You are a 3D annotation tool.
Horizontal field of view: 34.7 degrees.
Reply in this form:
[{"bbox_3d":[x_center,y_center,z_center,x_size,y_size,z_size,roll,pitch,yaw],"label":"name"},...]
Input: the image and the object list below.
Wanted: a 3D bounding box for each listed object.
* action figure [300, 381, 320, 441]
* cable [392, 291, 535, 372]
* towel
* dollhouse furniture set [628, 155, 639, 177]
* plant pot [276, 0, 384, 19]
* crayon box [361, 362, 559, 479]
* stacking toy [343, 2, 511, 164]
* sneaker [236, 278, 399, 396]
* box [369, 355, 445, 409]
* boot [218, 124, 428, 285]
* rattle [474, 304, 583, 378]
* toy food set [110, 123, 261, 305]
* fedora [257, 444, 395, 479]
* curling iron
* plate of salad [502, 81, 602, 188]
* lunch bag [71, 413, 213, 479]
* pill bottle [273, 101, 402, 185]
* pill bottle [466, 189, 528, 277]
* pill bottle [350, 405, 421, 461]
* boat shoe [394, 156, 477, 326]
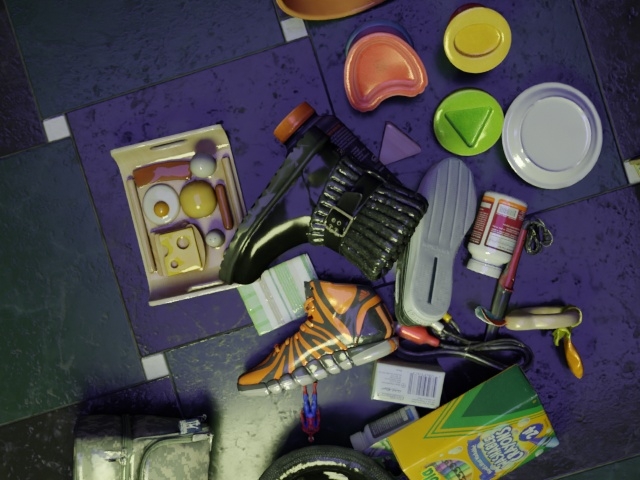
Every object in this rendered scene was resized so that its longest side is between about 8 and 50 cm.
[{"bbox_3d":[-0.020,0.330,1.965,0.038,0.030,0.115,-3,93,-3],"label":"action figure"},{"bbox_3d":[0.252,0.188,1.902,0.287,0.072,0.139,25,64,15],"label":"cable"},{"bbox_3d":[-0.072,0.103,1.965,0.152,0.023,0.113,-24,89,5],"label":"towel"},{"bbox_3d":[0.692,-0.104,1.887,0.161,0.101,0.182,-27,90,3],"label":"dollhouse furniture set"},{"bbox_3d":[0.029,-0.558,1.829,0.291,0.291,0.203,-20,74,3],"label":"plant pot"},{"bbox_3d":[0.261,0.378,1.869,0.323,0.203,0.083,-30,48,3],"label":"crayon box"},{"bbox_3d":[0.203,-0.301,1.924,0.309,0.130,0.279,-9,117,5],"label":"stacking toy"},{"bbox_3d":[-0.026,0.170,1.909,0.321,0.124,0.180,-21,87,8],"label":"sneaker"},{"bbox_3d":[0.159,0.261,1.899,0.126,0.137,0.072,9,91,2],"label":"box"},{"bbox_3d":[0.000,0.000,1.801,0.260,0.131,0.348,37,110,3],"label":"boot"},{"bbox_3d":[0.382,0.184,1.885,0.200,0.130,0.142,-8,112,-26],"label":"rattle"},{"bbox_3d":[-0.254,-0.046,1.930,0.220,0.092,0.306,-13,91,2],"label":"toy food set"},{"bbox_3d":[0.014,0.508,1.897,0.334,0.152,0.334,1,105,3],"label":"fedora"},{"bbox_3d":[0.366,0.085,1.938,0.068,0.035,0.274,23,92,1],"label":"curling iron"},{"bbox_3d":[0.432,-0.196,1.917,0.200,0.048,0.199,0,91,-10],"label":"plate of salad"},{"bbox_3d":[-0.332,0.472,1.899,0.256,0.212,0.305,2,92,-14],"label":"lunch bag"},{"bbox_3d":[0.026,-0.143,1.897,0.130,0.130,0.245,-44,90,3],"label":"pill bottle"},{"bbox_3d":[0.326,-0.011,1.912,0.086,0.086,0.152,18,92,2],"label":"pill bottle"},{"bbox_3d":[0.130,0.371,1.934,0.137,0.078,0.078,-25,91,3],"label":"pill bottle"},{"bbox_3d":[0.194,0.002,1.892,0.121,0.119,0.335,26,65,-19],"label":"boat shoe"}]
